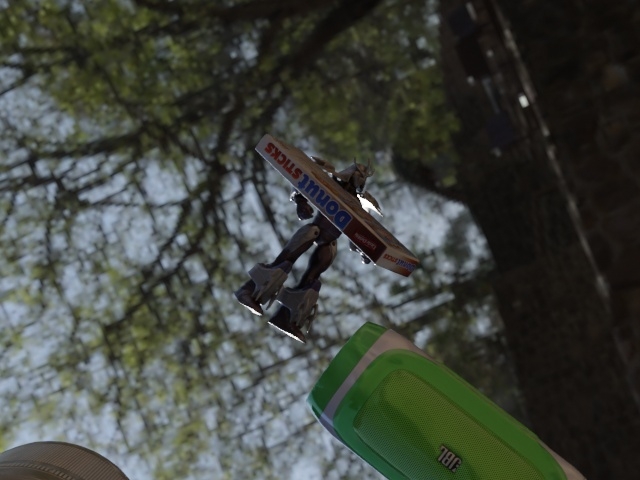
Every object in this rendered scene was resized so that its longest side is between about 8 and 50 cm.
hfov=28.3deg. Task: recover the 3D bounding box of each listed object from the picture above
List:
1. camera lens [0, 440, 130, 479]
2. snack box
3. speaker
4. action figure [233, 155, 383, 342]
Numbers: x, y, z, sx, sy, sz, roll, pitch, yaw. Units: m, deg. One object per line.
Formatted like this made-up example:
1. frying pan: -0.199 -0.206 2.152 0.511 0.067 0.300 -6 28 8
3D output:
1. camera lens: -0.286 0.318 1.241 0.274 0.219 0.219 108 139 -88
2. snack box: 0.014 -0.034 1.159 0.178 0.022 0.064 44 -168 31
3. speaker: 0.133 0.213 1.283 0.296 0.131 0.131 37 -171 9
4. action figure: 0.000 0.000 1.872 0.185 0.285 0.099 35 174 -27
